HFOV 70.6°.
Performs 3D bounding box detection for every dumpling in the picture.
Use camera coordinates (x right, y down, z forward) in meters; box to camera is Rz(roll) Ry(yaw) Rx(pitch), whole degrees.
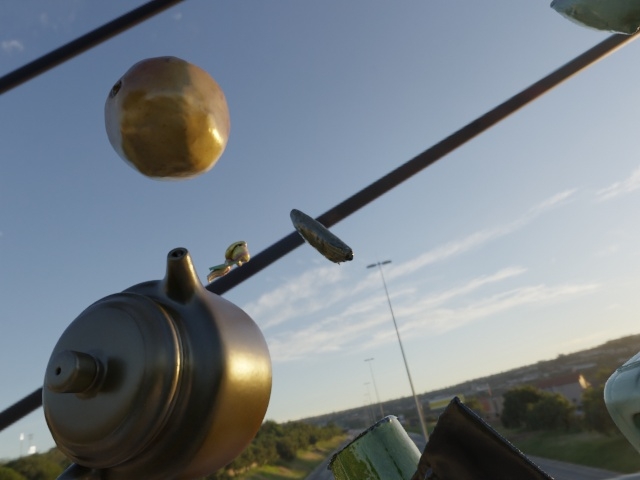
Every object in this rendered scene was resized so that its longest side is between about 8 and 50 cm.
[{"bbox_3d":[0.624,-0.538,0.996,0.149,0.216,0.104,-54,-39,3],"label":"dumpling"}]

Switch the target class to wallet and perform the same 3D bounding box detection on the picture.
[{"bbox_3d":[0.253,0.444,0.729,0.041,0.247,0.323,-13,-50,-46],"label":"wallet"}]

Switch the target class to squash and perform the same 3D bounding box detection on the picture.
[{"bbox_3d":[0.214,0.726,1.249,0.263,0.384,0.263,-25,-31,-17],"label":"squash"}]

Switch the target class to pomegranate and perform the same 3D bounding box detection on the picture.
[{"bbox_3d":[-0.271,-0.217,0.812,0.232,0.233,0.233,-10,-23,-4],"label":"pomegranate"}]

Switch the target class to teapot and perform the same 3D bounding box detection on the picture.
[{"bbox_3d":[-0.166,0.136,0.407,0.185,0.268,0.175,19,-10,30],"label":"teapot"}]

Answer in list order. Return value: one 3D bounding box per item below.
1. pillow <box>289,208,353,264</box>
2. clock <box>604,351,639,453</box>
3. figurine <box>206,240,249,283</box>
[{"bbox_3d":[0.001,0.001,1.194,0.051,0.241,0.093,-36,-38,-26],"label":"pillow"},{"bbox_3d":[0.668,0.312,0.740,0.265,0.324,0.109,-27,-22,-20],"label":"clock"},{"bbox_3d":[-0.319,0.074,1.554,0.187,0.083,0.083,-40,-15,-20],"label":"figurine"}]
